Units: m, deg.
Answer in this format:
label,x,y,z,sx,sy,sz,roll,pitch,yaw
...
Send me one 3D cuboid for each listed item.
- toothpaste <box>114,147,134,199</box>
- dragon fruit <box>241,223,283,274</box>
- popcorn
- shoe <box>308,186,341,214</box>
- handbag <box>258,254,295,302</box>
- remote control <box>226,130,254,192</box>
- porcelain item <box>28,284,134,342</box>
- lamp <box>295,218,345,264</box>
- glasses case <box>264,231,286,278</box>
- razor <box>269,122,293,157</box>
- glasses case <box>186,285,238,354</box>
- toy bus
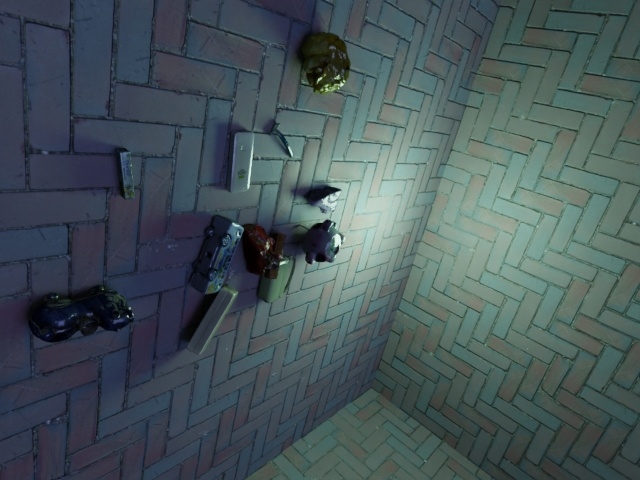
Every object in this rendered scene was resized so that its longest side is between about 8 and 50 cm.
label,x,y,z,sx,sy,sz,roll,pitch,yaw
toothpaste,-0.632,-0.214,1.331,0.034,0.046,0.164,-19,128,-41
dragon fruit,-0.254,0.059,1.883,0.134,0.211,0.262,-26,138,-29
popcorn,0.028,-0.733,1.698,0.266,0.192,0.233,-54,143,-42
shoe,0.018,-0.197,2.149,0.245,0.095,0.138,-25,129,-50
handbag,-0.216,0.193,2.137,0.219,0.079,0.256,-13,123,-55
remote control,-0.325,-0.318,1.668,0.103,0.034,0.250,-18,126,-46
porcelain item,-0.776,0.255,1.349,0.287,0.186,0.138,-11,123,-48
lamp,0.000,0.000,2.174,0.247,0.247,0.301,-60,168,4
glasses case,-0.216,0.074,1.977,0.049,0.075,0.218,16,78,-23
razor,-0.157,-0.426,1.809,0.068,0.037,0.191,-54,145,-13
glasses case,-0.483,0.354,1.848,0.313,0.070,0.131,-60,-178,-2
toy bus,-0.433,0.059,1.734,0.136,0.109,0.330,8,107,-64
